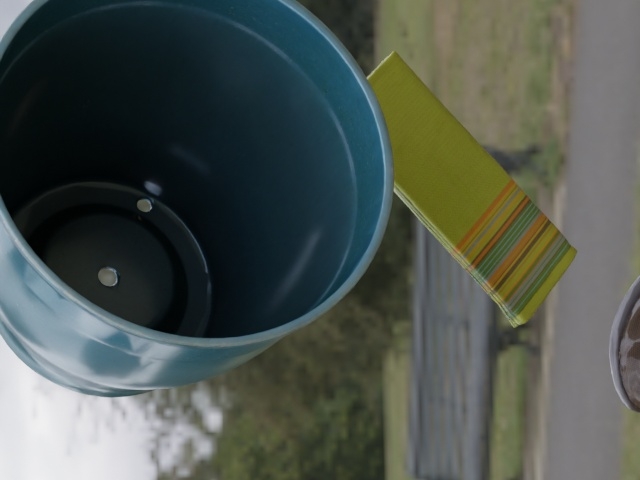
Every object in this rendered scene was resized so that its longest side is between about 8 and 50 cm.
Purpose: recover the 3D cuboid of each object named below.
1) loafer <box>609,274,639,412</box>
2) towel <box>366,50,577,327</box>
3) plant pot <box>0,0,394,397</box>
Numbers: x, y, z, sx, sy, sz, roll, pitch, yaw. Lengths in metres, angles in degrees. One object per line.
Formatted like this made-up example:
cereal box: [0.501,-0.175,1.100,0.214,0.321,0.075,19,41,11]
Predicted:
loafer: [0.441,0.049,1.788,0.130,0.366,0.134,15,137,57]
towel: [0.112,-0.043,1.482,0.102,0.237,0.021,-48,8,-37]
plant pot: [-0.120,-0.015,1.226,0.255,0.272,0.271,131,142,-60]
